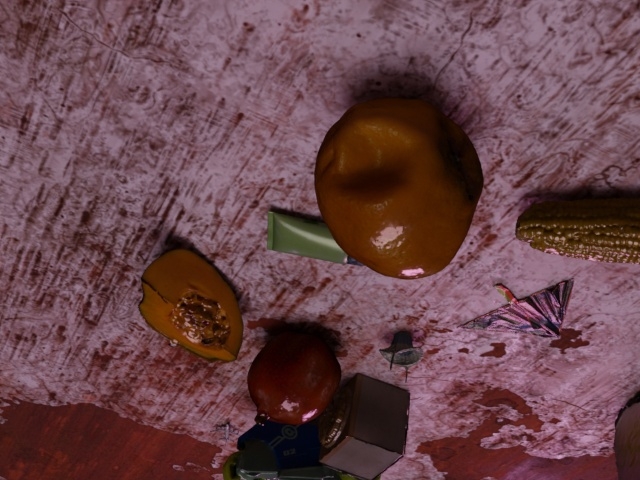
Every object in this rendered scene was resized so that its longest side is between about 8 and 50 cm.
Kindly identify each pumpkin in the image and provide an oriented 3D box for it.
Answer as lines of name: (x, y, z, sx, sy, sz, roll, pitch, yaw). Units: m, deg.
pumpkin: (-0.251, 0.102, 1.612, 0.163, 0.111, 0.278, -3, 143, 39)

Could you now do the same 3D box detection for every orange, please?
orange: (0.120, -0.072, 1.213, 0.183, 0.249, 0.249, -15, 135, 35)

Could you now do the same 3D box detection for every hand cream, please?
hand cream: (0.000, 0.000, 1.472, 0.174, 0.046, 0.095, 13, 142, 6)

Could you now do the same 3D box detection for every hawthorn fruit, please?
hawthorn fruit: (-0.052, 0.262, 1.682, 0.169, 0.188, 0.169, 24, 151, 14)

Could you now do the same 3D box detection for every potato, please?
potato: (0.698, 0.400, 1.704, 0.265, 0.229, 0.229, 11, 141, -10)

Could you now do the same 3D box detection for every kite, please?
kite: (0.346, 0.129, 1.583, 0.241, 0.014, 0.183, -24, 130, 35)

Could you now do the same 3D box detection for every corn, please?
corn: (0.415, -0.014, 1.334, 0.261, 0.097, 0.097, 2, 140, 10)

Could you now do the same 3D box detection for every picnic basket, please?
picnic basket: (0.147, 0.210, 1.666, 0.083, 0.083, 0.065, -9, 143, 25)

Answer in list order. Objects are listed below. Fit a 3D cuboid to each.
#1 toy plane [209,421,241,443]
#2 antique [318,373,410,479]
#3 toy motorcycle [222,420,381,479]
toy plane: (-0.207, 0.424, 2.036, 0.077, 0.024, 0.084, 10, 134, 0)
antique: (0.080, 0.368, 1.815, 0.147, 0.152, 0.147, 23, 138, -14)
toy motorcycle: (-0.048, 0.442, 1.911, 0.326, 0.200, 0.191, 15, 141, -25)
